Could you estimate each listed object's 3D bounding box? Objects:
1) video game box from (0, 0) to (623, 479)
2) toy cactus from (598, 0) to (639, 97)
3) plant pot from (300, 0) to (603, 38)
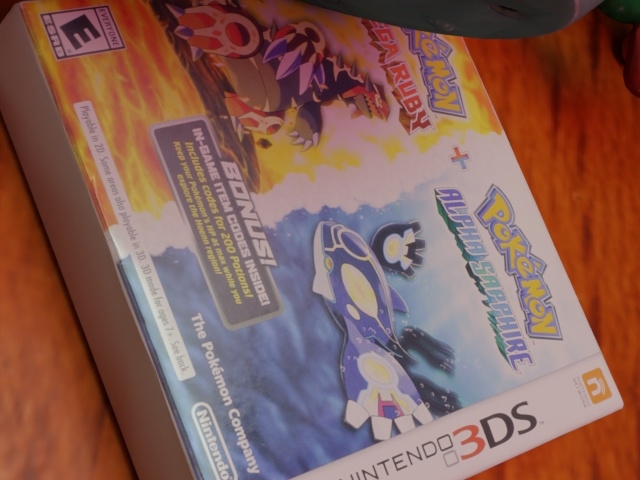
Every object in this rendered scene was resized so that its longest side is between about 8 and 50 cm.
[{"bbox_3d":[0.000,0.000,0.473,0.187,0.048,0.205,-16,79,-38],"label":"video game box"},{"bbox_3d":[0.107,-0.150,0.571,0.180,0.112,0.219,-7,70,-30],"label":"toy cactus"},{"bbox_3d":[0.024,-0.199,0.382,0.293,0.293,0.235,19,87,-24],"label":"plant pot"}]
